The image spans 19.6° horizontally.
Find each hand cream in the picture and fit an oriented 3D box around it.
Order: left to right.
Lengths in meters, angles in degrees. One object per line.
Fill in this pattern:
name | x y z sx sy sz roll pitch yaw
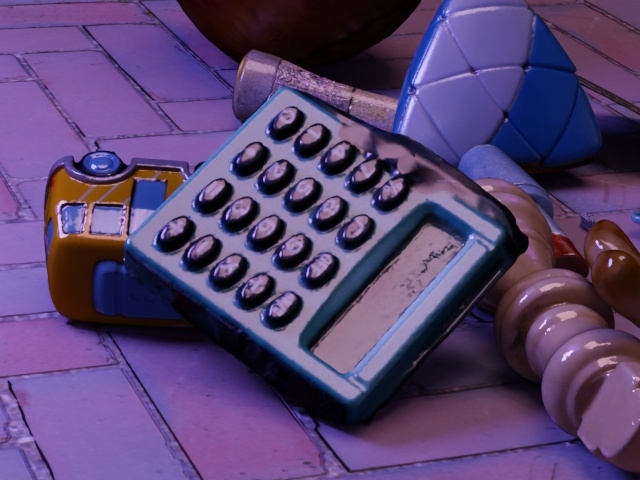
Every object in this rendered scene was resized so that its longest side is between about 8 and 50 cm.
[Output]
hand cream | 0.002 -0.161 2.152 0.203 0.084 0.084 13 23 4

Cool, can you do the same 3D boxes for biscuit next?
biscuit | 0.296 0.075 1.504 0.208 0.047 0.164 43 9 -4

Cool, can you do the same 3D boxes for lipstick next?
lipstick | 0.204 -0.023 1.856 0.068 0.061 0.274 -1 23 -14

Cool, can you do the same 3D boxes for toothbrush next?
toothbrush | 0.305 0.008 1.859 0.011 0.014 0.167 -22 30 -14

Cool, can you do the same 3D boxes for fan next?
fan | 0.282 -0.198 2.168 0.414 0.012 0.233 29 9 6

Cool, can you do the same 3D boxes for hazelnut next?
hazelnut | -0.049 -0.400 2.302 0.421 0.353 0.421 37 7 -5

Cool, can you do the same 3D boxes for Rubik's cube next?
Rubik's cube | 0.175 -0.197 2.073 0.254 0.254 0.254 3 22 -1

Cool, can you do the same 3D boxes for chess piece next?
chess piece | 0.198 0.072 1.565 0.117 0.117 0.397 -2 24 -14

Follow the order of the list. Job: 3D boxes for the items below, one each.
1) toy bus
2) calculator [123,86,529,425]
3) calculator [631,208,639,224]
toy bus | -0.147 0.008 1.644 0.209 0.126 0.136 4 36 -2
calculator | 0.000 0.000 1.555 0.274 0.058 0.248 35 62 17
calculator | 0.513 -0.018 1.907 0.386 0.054 0.256 3 23 0
